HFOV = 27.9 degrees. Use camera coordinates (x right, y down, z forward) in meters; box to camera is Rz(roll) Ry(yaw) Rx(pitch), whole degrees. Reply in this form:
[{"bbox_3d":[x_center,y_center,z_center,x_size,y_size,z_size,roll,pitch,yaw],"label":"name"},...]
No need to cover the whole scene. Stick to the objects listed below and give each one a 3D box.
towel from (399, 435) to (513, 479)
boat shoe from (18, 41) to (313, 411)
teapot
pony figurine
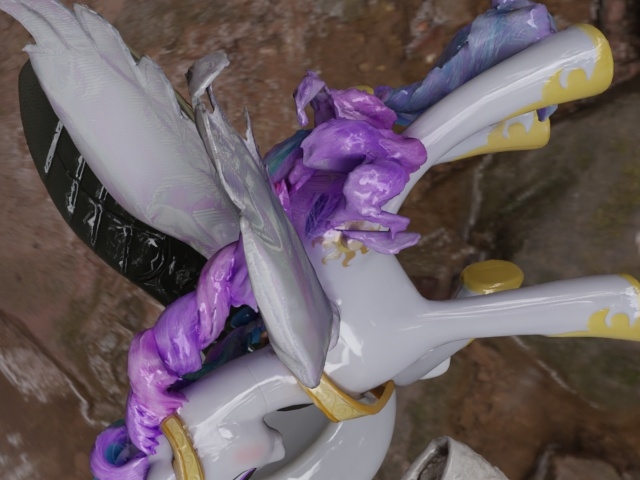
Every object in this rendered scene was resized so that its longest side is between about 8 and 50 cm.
[{"bbox_3d":[0.076,0.281,0.779,0.187,0.049,0.282,35,75,-30],"label":"towel"},{"bbox_3d":[-0.097,-0.018,0.955,0.123,0.120,0.324,-33,101,13],"label":"boat shoe"},{"bbox_3d":[-0.035,0.179,1.225,0.187,0.256,0.252,55,43,-50],"label":"teapot"},{"bbox_3d":[0.000,0.000,0.738,0.364,0.303,0.350,-26,121,-16],"label":"pony figurine"}]
